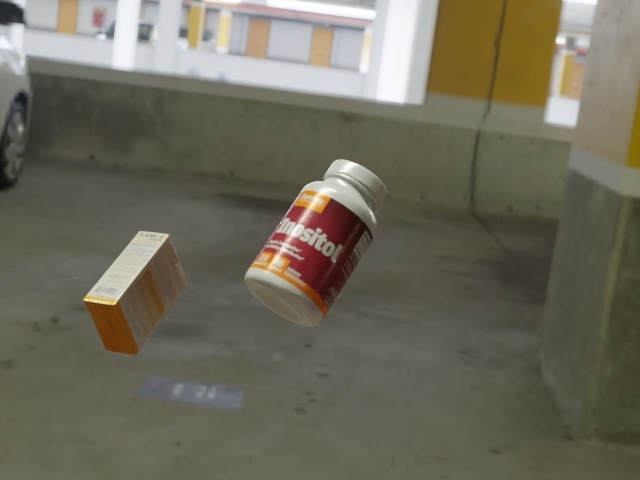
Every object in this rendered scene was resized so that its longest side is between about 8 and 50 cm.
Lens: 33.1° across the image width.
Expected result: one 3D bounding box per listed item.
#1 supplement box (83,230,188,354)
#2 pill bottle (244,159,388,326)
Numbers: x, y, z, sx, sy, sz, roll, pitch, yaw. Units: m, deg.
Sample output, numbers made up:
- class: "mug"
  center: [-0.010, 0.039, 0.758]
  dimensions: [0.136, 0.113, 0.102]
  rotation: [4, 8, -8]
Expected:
- class: "supplement box"
  center: [-0.164, 0.046, 0.965]
  dimensions: [0.036, 0.062, 0.098]
  rotation: [6, 40, 26]
- class: "pill bottle"
  center: [0.000, 0.000, 1.036]
  dimensions: [0.086, 0.152, 0.086]
  rotation: [29, -20, 11]
